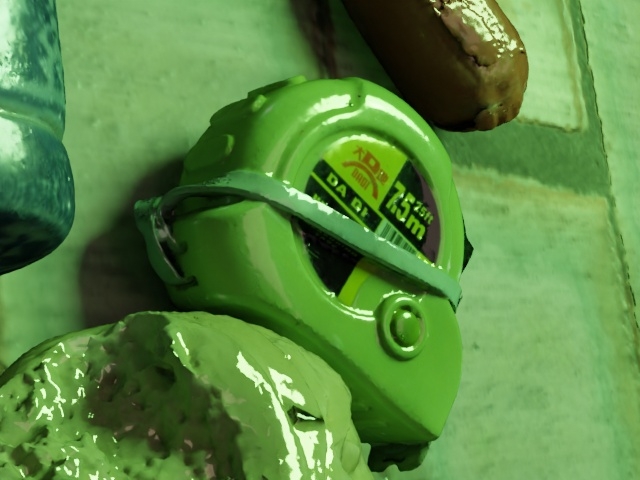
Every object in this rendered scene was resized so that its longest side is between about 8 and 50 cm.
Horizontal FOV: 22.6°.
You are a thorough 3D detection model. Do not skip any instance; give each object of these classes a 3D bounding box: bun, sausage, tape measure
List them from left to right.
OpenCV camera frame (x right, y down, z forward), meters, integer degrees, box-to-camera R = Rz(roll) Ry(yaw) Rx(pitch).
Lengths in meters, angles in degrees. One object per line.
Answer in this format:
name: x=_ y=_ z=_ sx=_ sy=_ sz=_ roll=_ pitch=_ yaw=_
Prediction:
bun: x=-0.047 y=0.129 z=0.645 sx=0.237 sy=0.116 sz=0.210 roll=26 pitch=59 yaw=-41
tape measure: x=0.000 y=0.000 z=0.761 sx=0.177 sy=0.087 sz=0.154 roll=39 pitch=63 yaw=-29
sausage: x=0.060 y=-0.121 z=0.878 sx=0.141 sy=0.076 sz=0.076 roll=56 pitch=44 yaw=-19

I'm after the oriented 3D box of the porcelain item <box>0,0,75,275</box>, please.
porcelain item: x=-0.162 y=-0.041 z=0.560 sx=0.147 sy=0.147 sz=0.114 roll=4 pitch=76 yaw=-46
